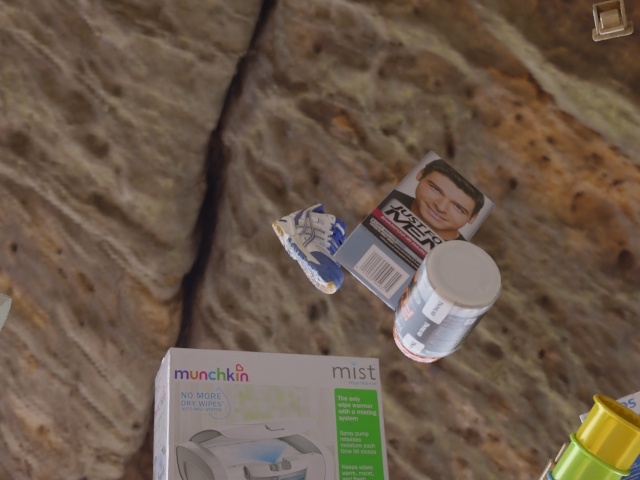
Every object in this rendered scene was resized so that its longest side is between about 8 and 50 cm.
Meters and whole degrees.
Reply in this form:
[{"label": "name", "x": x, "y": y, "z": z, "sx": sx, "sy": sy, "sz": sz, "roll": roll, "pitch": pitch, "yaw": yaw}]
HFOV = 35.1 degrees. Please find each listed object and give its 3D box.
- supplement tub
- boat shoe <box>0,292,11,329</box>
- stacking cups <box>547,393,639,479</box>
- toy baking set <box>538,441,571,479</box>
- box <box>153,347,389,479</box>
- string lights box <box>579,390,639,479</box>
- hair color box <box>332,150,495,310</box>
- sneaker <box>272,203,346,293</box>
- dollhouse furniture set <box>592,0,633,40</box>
[{"label": "supplement tub", "x": 0.177, "y": 0.095, "z": 1.476, "sx": 0.117, "sy": 0.190, "sz": 0.117, "roll": 9, "pitch": -127, "yaw": -12}, {"label": "boat shoe", "x": -0.517, "y": 0.142, "z": 1.396, "sx": 0.081, "sy": 0.079, "sz": 0.227, "roll": 27, "pitch": -135, "yaw": 5}, {"label": "stacking cups", "x": 0.330, "y": 0.364, "z": 1.354, "sx": 0.096, "sy": 0.316, "sz": 0.096, "roll": 28, "pitch": -171, "yaw": -5}, {"label": "toy baking set", "x": 0.390, "y": 0.414, "z": 1.585, "sx": 0.030, "sy": 0.256, "sz": 0.197, "roll": 20, "pitch": -165, "yaw": -14}, {"label": "box", "x": -0.062, "y": 0.258, "z": 1.199, "sx": 0.262, "sy": 0.127, "sz": 0.231, "roll": 5, "pitch": -117, "yaw": -15}, {"label": "string lights box", "x": 0.524, "y": 0.374, "z": 1.592, "sx": 0.077, "sy": 0.133, "sz": 0.259, "roll": 44, "pitch": -155, "yaw": -51}, {"label": "hair color box", "x": 0.198, "y": -0.022, "z": 2.050, "sx": 0.185, "sy": 0.113, "sz": 0.374, "roll": 41, "pitch": -142, "yaw": 3}, {"label": "sneaker", "x": 0.000, "y": 0.000, "z": 2.082, "sx": 0.131, "sy": 0.112, "sz": 0.296, "roll": -30, "pitch": -148, "yaw": -5}, {"label": "dollhouse furniture set", "x": 0.458, "y": -0.267, "z": 1.390, "sx": 0.161, "sy": 0.101, "sz": 0.182, "roll": -9, "pitch": -153, "yaw": 20}]
